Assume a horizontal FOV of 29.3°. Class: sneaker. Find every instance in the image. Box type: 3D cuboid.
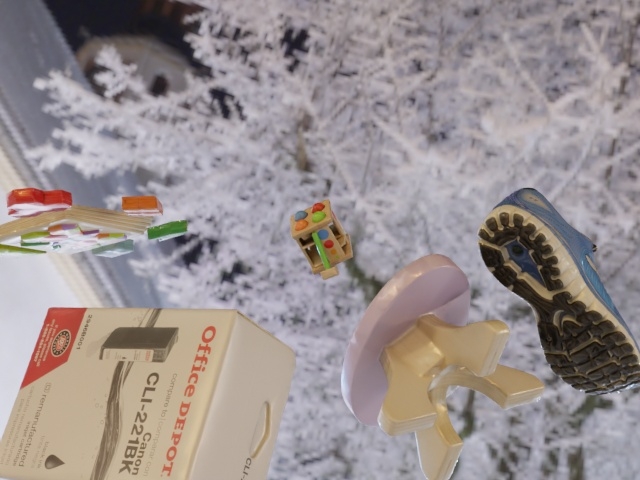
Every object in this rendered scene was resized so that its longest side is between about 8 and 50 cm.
[{"bbox_3d":[0.344,0.064,1.648,0.129,0.147,0.330,-21,-70,37],"label":"sneaker"}]

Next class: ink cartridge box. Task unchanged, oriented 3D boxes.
[{"bbox_3d":[-0.182,0.178,1.263,0.272,0.197,0.114,-1,-28,34],"label":"ink cartridge box"}]

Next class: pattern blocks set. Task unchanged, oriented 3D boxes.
[{"bbox_3d":[-0.330,-0.013,1.623,0.285,0.026,0.324,-18,-15,41],"label":"pattern blocks set"}]

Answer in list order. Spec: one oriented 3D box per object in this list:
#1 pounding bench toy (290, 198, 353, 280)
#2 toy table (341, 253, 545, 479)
[{"bbox_3d":[0.000,0.000,1.420,0.052,0.083,0.065,-25,-63,10],"label":"pounding bench toy"},{"bbox_3d":[0.148,0.172,1.583,0.252,0.161,0.274,-17,-46,-26],"label":"toy table"}]
